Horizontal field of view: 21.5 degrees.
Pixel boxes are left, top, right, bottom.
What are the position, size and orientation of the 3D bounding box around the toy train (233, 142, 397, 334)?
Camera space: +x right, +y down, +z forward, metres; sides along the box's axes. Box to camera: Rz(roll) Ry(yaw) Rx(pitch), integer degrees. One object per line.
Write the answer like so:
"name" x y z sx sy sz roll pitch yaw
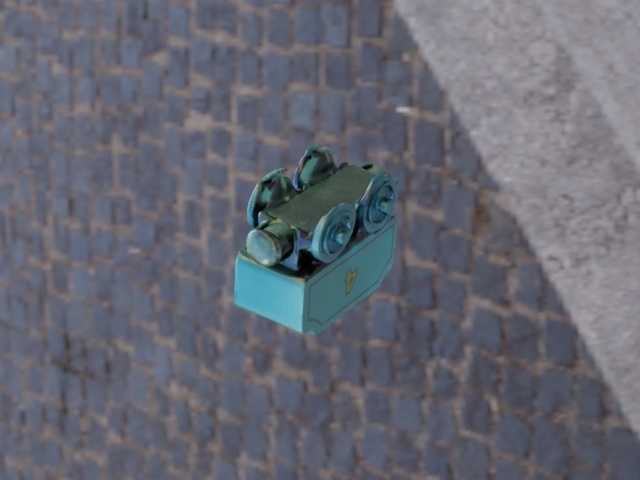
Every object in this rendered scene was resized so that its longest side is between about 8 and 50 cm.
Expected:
"toy train" 0.000 0.000 1.640 0.107 0.198 0.154 22 123 27
